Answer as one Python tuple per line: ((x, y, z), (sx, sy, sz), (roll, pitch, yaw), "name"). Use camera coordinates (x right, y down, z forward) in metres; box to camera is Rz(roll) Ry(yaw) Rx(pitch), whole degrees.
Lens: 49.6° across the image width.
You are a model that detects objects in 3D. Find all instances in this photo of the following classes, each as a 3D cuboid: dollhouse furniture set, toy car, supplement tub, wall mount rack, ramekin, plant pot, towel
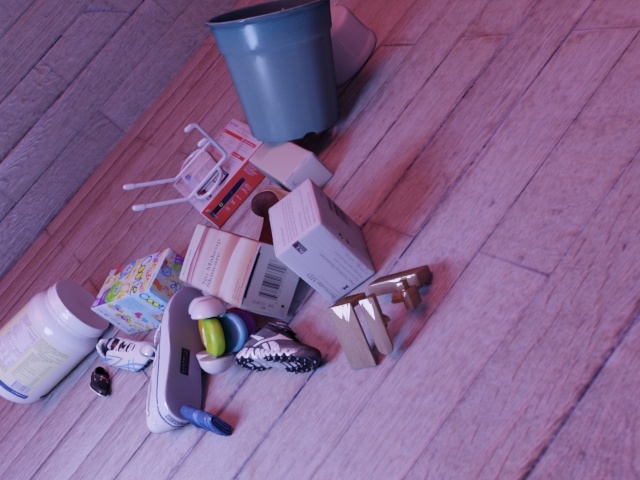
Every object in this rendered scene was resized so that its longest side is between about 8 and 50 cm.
((0.128, 0.140, 1.273), (0.144, 0.123, 0.151), (-18, 7, 39), "dollhouse furniture set")
((-0.211, 0.198, 1.523), (0.136, 0.159, 0.182), (-10, 3, -14), "toy car")
((-0.810, 0.296, 2.043), (0.325, 0.235, 0.235), (-43, 31, 7), "supplement tub")
((-0.431, -0.201, 2.081), (0.304, 0.130, 0.350), (-47, 30, 1), "wall mount rack")
((0.021, -0.588, 2.124), (0.277, 0.135, 0.277), (-31, 35, 24), "ramekin")
((-0.100, -0.462, 1.869), (0.341, 0.334, 0.341), (-11, 25, 5), "plant pot")
((-0.237, 0.369, 1.419), (0.119, 0.067, 0.029), (0, 53, 50), "towel")

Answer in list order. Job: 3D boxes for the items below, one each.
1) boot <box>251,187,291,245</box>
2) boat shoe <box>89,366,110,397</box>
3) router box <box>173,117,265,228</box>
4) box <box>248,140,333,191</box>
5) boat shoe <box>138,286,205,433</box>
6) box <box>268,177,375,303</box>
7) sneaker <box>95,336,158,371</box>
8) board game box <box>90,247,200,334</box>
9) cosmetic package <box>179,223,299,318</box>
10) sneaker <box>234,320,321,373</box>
((-0.130, -0.029, 1.717), (0.248, 0.090, 0.206), (2, 54, 48), "boot")
((-0.590, 0.378, 1.859), (0.042, 0.049, 0.133), (-57, 27, -1), "boat shoe")
((-0.289, -0.217, 2.133), (0.301, 0.082, 0.335), (-49, 31, -3), "router box")
((-0.084, -0.197, 1.849), (0.113, 0.094, 0.275), (-48, 31, -2), "box")
((-0.345, 0.282, 1.612), (0.156, 0.136, 0.367), (-36, 40, 31), "boat shoe")
((0.000, 0.000, 1.438), (0.119, 0.181, 0.182), (-38, 33, 16), "box")
((-0.515, 0.294, 1.830), (0.237, 0.086, 0.085), (-10, 45, 44), "sneaker")
((-0.468, 0.143, 1.886), (0.275, 0.144, 0.142), (-17, 42, 39), "board game box")
((-0.185, 0.064, 1.572), (0.296, 0.129, 0.153), (13, 85, 53), "cosmetic package")
((-0.079, 0.208, 1.400), (0.234, 0.078, 0.106), (-11, 49, 47), "sneaker")
